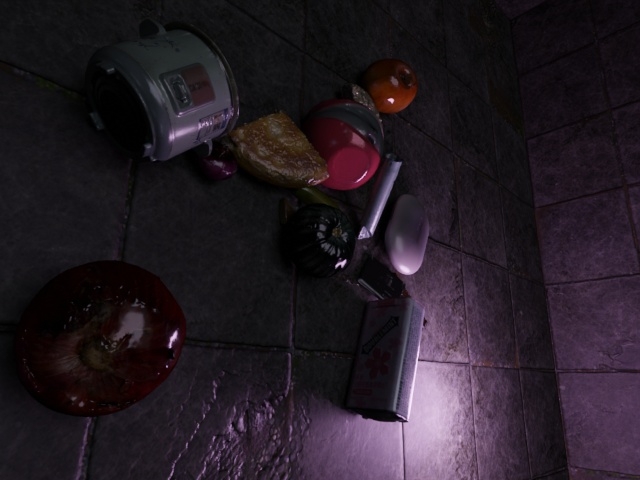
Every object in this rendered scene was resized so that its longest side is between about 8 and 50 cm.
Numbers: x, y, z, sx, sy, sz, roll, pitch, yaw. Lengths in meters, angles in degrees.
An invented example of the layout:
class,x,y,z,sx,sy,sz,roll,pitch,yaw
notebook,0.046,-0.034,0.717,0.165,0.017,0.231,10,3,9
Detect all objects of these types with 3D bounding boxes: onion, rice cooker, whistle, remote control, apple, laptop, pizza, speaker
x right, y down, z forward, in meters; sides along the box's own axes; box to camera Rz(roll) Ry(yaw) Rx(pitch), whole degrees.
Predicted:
class,x,y,z,sx,sy,sz,roll,pitch,yaw
onion,-0.386,0.171,0.792,0.276,0.276,0.276,15,68,-42
rice cooker,-0.329,-0.320,0.974,0.316,0.264,0.316,2,87,-47
whistle,0.189,-0.135,1.465,0.062,0.312,0.062,14,31,-8
remote control,0.328,-0.027,1.665,0.221,0.103,0.332,49,49,-32
apple,0.271,-0.603,1.726,0.235,0.173,0.210,-38,106,-43
laptop,0.213,0.145,1.534,0.180,0.016,0.129,39,51,-11
pizza,-0.121,-0.262,1.268,0.335,0.086,0.226,12,68,-27
onion,-0.261,-0.208,1.122,0.115,0.104,0.115,24,45,-26
speaker,0.071,-0.317,1.440,0.294,0.294,0.294,15,68,-42

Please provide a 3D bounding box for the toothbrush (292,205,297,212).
class,x,y,z,sx,sy,sz,roll,pitch,yaw
toothbrush,-0.033,-0.061,1.376,0.167,0.011,0.014,35,50,-33

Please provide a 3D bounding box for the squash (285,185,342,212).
class,x,y,z,sx,sy,sz,roll,pitch,yaw
squash,-0.005,-0.118,1.381,0.258,0.069,0.069,39,54,-32

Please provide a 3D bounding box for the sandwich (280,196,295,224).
class,x,y,z,sx,sy,sz,roll,pitch,yaw
sandwich,-0.096,-0.083,1.304,0.044,0.031,0.083,12,69,-41

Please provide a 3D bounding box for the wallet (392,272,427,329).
class,x,y,z,sx,sy,sz,roll,pitch,yaw
wallet,0.304,0.250,1.609,0.243,0.039,0.133,56,48,-18

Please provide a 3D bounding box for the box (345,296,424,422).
class,x,y,z,sx,sy,sz,roll,pitch,yaw
box,0.204,0.364,1.367,0.112,0.190,0.370,36,56,-33

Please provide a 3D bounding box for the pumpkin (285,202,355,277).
class,x,y,z,sx,sy,sz,roll,pitch,yaw
pumpkin,0.000,0.000,1.284,0.220,0.162,0.220,21,56,-35

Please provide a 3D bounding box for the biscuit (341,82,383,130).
class,x,y,z,sx,sy,sz,roll,pitch,yaw
biscuit,0.164,-0.429,1.634,0.179,0.084,0.281,-14,91,-51
